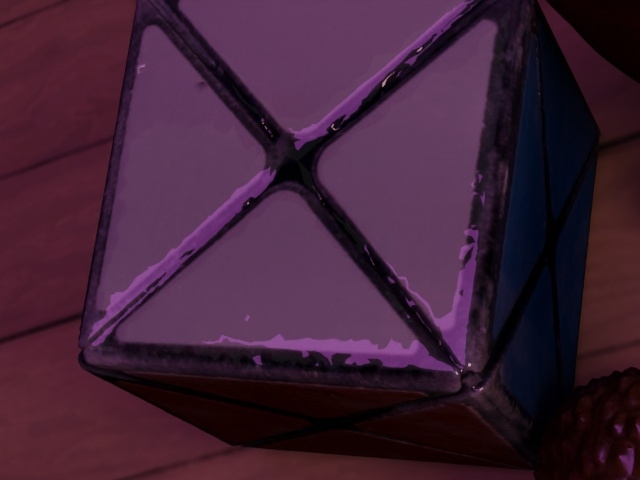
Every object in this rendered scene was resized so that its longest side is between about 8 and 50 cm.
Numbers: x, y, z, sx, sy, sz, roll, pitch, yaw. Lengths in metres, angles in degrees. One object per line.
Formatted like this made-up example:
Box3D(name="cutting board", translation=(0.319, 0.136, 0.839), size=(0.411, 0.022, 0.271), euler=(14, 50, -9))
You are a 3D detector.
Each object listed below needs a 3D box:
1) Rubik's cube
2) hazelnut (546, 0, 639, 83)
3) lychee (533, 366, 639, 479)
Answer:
Box3D(name="Rubik's cube", translation=(0.023, -0.005, 1.025), size=(0.255, 0.259, 0.260), euler=(3, 71, 20))
Box3D(name="hazelnut", translation=(0.296, -0.216, 0.883), size=(0.421, 0.353, 0.421), euler=(-3, 34, 2))
Box3D(name="lychee", translation=(0.213, 0.156, 0.927), size=(0.188, 0.188, 0.188), euler=(-9, 69, 26))
